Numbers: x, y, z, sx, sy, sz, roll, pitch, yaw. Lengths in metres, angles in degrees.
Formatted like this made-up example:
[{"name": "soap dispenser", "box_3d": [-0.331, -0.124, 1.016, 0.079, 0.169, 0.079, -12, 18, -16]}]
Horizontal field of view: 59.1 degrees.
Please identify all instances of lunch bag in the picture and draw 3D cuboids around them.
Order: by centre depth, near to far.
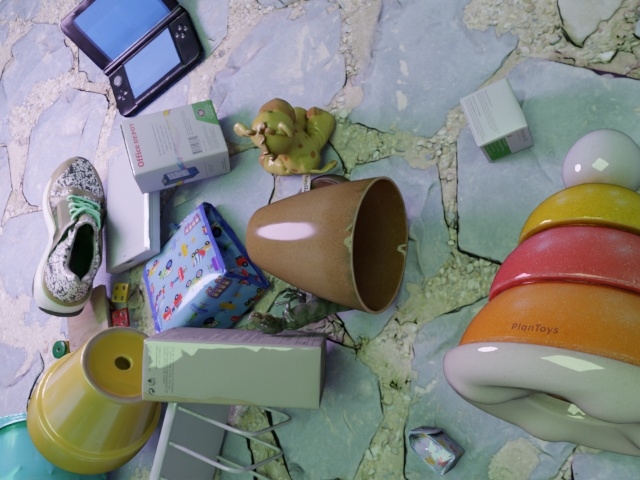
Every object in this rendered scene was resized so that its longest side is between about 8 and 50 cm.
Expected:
[{"name": "lunch bag", "box_3d": [0.191, 0.342, 0.941, 0.083, 0.071, 0.053, 35, 97, 30]}, {"name": "lunch bag", "box_3d": [-0.282, 0.062, 1.238, 0.221, 0.138, 0.293, -47, 53, 14]}]

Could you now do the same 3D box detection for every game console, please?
[{"name": "game console", "box_3d": [-0.484, -0.509, 1.439, 0.293, 0.173, 0.250, -32, 65, 19]}]

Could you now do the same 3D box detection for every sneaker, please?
[{"name": "sneaker", "box_3d": [-0.564, -0.032, 1.344, 0.182, 0.158, 0.410, -27, 59, 40]}]

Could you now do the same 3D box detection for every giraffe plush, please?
[{"name": "giraffe plush", "box_3d": [-0.079, -0.210, 1.139, 0.181, 0.170, 0.210, -25, 58, 21]}]

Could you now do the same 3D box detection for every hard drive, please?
[{"name": "hard drive", "box_3d": [-0.457, -0.092, 1.370, 0.203, 0.040, 0.307, -22, 66, 39]}]

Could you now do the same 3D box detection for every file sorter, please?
[{"name": "file sorter", "box_3d": [-0.189, 0.443, 1.043, 0.173, 0.193, 0.277, 14, 89, 25]}]

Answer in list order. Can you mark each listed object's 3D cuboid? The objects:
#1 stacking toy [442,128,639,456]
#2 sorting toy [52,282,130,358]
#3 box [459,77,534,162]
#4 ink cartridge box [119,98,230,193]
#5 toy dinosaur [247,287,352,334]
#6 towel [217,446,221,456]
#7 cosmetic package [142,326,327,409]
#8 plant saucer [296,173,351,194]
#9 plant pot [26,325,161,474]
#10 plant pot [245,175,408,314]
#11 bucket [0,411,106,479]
[{"name": "stacking toy", "box_3d": [0.399, 0.038, 0.812, 0.351, 0.350, 0.479, 8, 66, 29]}, {"name": "sorting toy", "box_3d": [-0.550, 0.190, 1.384, 0.275, 0.046, 0.132, -25, 68, 21]}, {"name": "box", "box_3d": [0.310, -0.207, 0.989, 0.087, 0.101, 0.102, -24, 70, 21]}, {"name": "ink cartridge box", "box_3d": [-0.328, -0.213, 1.281, 0.213, 0.093, 0.154, -16, 68, -12]}, {"name": "toy dinosaur", "box_3d": [-0.009, 0.116, 1.085, 0.268, 0.064, 0.118, -14, 34, -10]}, {"name": "towel", "box_3d": [-0.241, 0.430, 1.185, 0.083, 0.009, 0.060, -10, 75, 26]}, {"name": "cosmetic package", "box_3d": [-0.147, 0.227, 1.029, 0.310, 0.160, 0.113, 3, 90, 5]}, {"name": "plant saucer", "box_3d": [0.004, -0.060, 1.159, 0.169, 0.029, 0.168, -7, 74, 27]}, {"name": "plant pot", "box_3d": [-0.428, 0.302, 1.134, 0.239, 0.254, 0.254, -51, 58, 36]}, {"name": "plant pot", "box_3d": [0.000, 0.000, 1.031, 0.254, 0.237, 0.237, 5, 81, 31]}, {"name": "bucket", "box_3d": [-0.617, 0.485, 1.230, 0.281, 0.281, 0.183, -22, 65, 22]}]
